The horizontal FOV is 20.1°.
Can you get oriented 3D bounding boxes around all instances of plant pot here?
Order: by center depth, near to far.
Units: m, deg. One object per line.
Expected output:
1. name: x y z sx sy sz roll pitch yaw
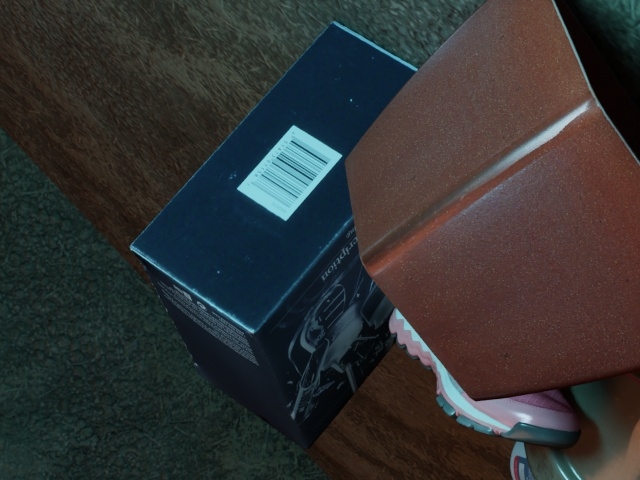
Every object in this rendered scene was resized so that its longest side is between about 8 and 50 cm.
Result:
1. plant pot: 0.170 -0.024 1.516 0.267 0.235 0.267 50 -163 -28
2. plant pot: 0.356 0.158 1.807 0.263 0.263 0.229 37 147 14

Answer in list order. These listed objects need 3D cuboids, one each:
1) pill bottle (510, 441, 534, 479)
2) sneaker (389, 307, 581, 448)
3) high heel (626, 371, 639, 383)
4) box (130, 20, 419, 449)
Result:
1. pill bottle: 0.346 0.311 2.426 0.108 0.108 0.180 49 163 -24
2. sneaker: 0.170 0.096 1.828 0.116 0.136 0.314 11 -160 -30
3. high heel: 0.192 0.031 1.707 0.377 0.181 0.127 9 146 25
4. box: 0.000 0.000 1.984 0.179 0.343 0.312 33 163 24
